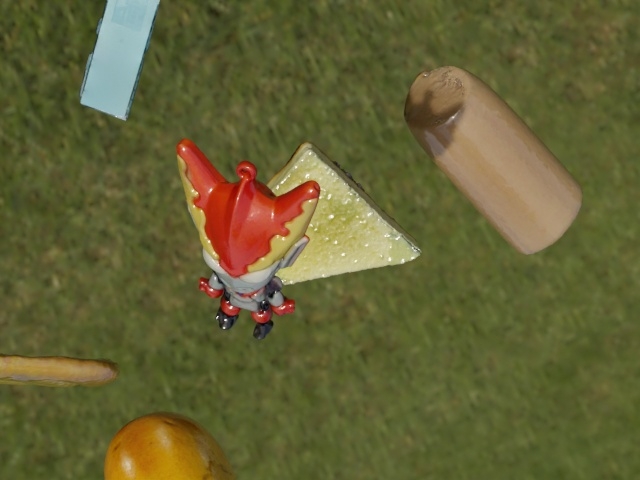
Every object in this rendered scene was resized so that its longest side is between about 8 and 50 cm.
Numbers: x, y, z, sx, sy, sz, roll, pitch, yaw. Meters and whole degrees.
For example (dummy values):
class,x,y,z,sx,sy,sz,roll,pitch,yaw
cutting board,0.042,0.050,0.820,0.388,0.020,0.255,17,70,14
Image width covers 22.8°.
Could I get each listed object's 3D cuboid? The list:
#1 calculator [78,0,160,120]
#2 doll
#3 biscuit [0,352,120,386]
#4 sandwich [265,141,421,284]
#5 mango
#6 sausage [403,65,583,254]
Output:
class,x,y,z,sx,sy,sz,roll,pitch,yaw
calculator,-0.197,-0.201,1.574,0.057,0.018,0.172,20,121,1
doll,-0.053,0.003,1.158,0.109,0.057,0.169,19,143,14
biscuit,-0.332,0.133,1.647,0.260,0.041,0.203,6,177,-39
sandwich,0.000,0.000,1.921,0.193,0.058,0.162,41,103,-15
mango,-0.123,0.241,1.441,0.112,0.219,0.145,-39,129,-3
sausage,0.215,-0.108,2.015,0.123,0.123,0.253,-38,111,22
